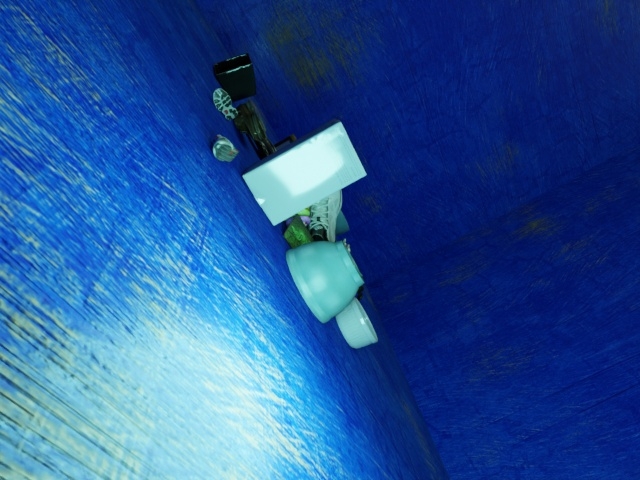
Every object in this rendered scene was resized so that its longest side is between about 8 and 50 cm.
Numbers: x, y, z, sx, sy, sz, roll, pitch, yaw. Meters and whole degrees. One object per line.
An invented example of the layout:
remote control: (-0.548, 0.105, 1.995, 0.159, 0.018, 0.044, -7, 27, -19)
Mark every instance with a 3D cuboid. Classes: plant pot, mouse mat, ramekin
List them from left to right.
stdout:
plant pot: (-0.424, -0.828, 2.092, 0.188, 0.188, 0.166, -112, -176, -47)
mouse mat: (-0.074, 0.005, 1.623, 0.189, 0.007, 0.152, 59, 36, -28)
plant pot: (-0.009, -0.125, 2.099, 0.290, 0.196, 0.290, 58, -3, 5)
plant pot: (0.033, 0.118, 1.450, 0.293, 0.196, 0.293, 60, 7, -12)
ramekin: (0.146, 0.354, 1.720, 0.207, 0.109, 0.207, 61, 6, -11)

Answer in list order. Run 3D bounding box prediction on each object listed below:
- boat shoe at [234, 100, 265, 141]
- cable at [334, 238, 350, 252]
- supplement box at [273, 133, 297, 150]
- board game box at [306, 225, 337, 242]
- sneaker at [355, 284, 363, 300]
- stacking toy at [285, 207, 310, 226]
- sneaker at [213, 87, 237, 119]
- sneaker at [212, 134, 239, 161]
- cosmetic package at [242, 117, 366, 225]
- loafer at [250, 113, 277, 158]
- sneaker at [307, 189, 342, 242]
boat shoe: (-0.325, -0.518, 1.824, 0.307, 0.105, 0.110, -114, -179, -49)
cable: (0.092, 0.119, 1.832, 0.139, 0.072, 0.287, 72, 19, -50)
supplement box: (-0.172, -0.416, 2.155, 0.191, 0.194, 0.129, 64, 7, 26)
board game box: (0.000, 0.000, 1.986, 0.259, 0.136, 0.030, 61, 8, -13)
sneaker: (0.129, 0.225, 1.973, 0.293, 0.146, 0.102, 53, 10, -53)
stacking toy: (-0.104, -0.109, 1.715, 0.175, 0.166, 0.301, 46, 31, -71)
sneaker: (-0.397, -0.552, 1.640, 0.071, 0.068, 0.170, 47, -7, 18)
sneaker: (-0.302, -0.283, 1.224, 0.075, 0.057, 0.161, 45, 8, 1)
cosmetic package: (-0.058, -0.245, 1.453, 0.217, 0.385, 0.156, 62, 7, -21)
loafer: (-0.295, -0.469, 2.007, 0.109, 0.095, 0.302, -11, -74, 65)
sneaker: (0.017, -0.109, 1.812, 0.257, 0.169, 0.447, -91, -178, -77)
